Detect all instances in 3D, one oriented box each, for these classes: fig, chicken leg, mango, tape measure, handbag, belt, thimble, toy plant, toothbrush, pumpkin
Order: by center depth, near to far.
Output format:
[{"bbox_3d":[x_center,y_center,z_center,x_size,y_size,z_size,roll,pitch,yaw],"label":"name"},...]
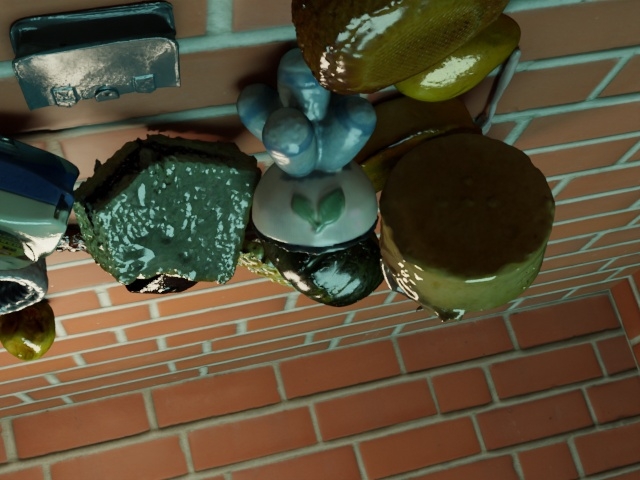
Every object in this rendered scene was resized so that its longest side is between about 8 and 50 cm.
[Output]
[{"bbox_3d":[-0.317,-0.255,1.184,0.229,0.062,0.179,-10,161,-12],"label":"handbag"},{"bbox_3d":[-0.554,-0.058,1.354,0.259,0.138,0.262,18,152,-21],"label":"tape measure"},{"bbox_3d":[0.222,-0.308,1.371,0.227,0.109,0.147,-17,137,9],"label":"mango"},{"bbox_3d":[-0.017,-0.169,1.398,0.247,0.247,0.332,-11,123,-12],"label":"toy plant"},{"bbox_3d":[0.352,-0.294,1.644,0.025,0.029,0.307,-23,161,-11],"label":"toothbrush"},{"bbox_3d":[-0.669,0.049,1.653,0.245,0.157,0.217,-29,151,37],"label":"thimble"},{"bbox_3d":[-0.309,0.009,1.771,0.164,0.184,0.289,4,156,-40],"label":"belt"},{"bbox_3d":[0.000,0.000,1.787,0.192,0.320,0.320,-42,154,14],"label":"pumpkin"},{"bbox_3d":[-0.530,0.006,1.809,0.089,0.048,0.219,-21,161,28],"label":"chicken leg"},{"bbox_3d":[-0.767,0.243,2.159,0.144,0.154,0.165,0,115,-11],"label":"fig"}]

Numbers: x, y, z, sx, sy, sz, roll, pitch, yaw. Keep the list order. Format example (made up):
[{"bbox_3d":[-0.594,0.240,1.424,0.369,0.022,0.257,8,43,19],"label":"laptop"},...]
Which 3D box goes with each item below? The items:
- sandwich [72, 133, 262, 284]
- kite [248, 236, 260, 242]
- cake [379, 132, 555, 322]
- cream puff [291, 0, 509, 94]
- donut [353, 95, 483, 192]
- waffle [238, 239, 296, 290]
[{"bbox_3d":[-0.283,-0.053,1.495,0.325,0.131,0.262,2,117,-38],"label":"sandwich"},{"bbox_3d":[-0.155,0.020,2.201,0.198,0.006,0.244,-7,160,-23],"label":"kite"},{"bbox_3d":[0.269,0.003,1.589,0.332,0.332,0.321,-13,153,-4],"label":"cake"},{"bbox_3d":[0.097,-0.333,1.048,0.303,0.212,0.303,-23,165,-6],"label":"cream puff"},{"bbox_3d":[0.170,-0.197,1.656,0.303,0.110,0.303,-15,163,-5],"label":"donut"},{"bbox_3d":[-0.160,0.041,1.986,0.317,0.073,0.297,18,173,26],"label":"waffle"}]
